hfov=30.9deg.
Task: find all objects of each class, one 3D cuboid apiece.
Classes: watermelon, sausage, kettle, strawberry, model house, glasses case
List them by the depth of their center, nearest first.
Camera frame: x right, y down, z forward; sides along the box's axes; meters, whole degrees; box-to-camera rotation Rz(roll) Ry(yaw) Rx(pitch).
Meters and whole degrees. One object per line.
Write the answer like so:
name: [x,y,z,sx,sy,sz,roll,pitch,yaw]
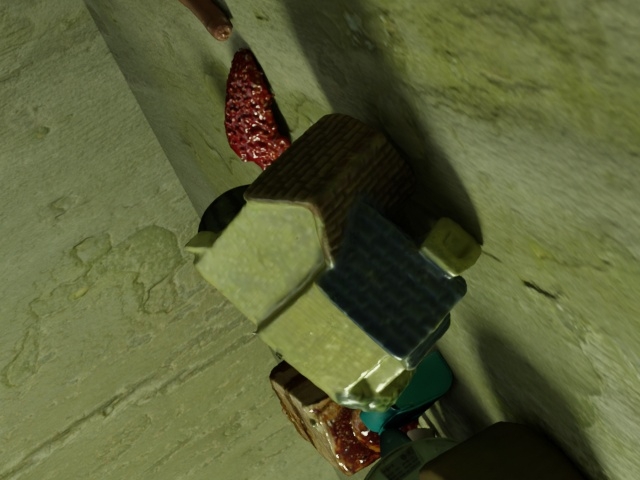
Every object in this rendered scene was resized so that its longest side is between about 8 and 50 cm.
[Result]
model house: [0.052,0.003,1.390,0.321,0.261,0.266,42,142,1]
sausage: [-0.189,-0.369,1.833,0.186,0.043,0.043,49,165,40]
kettle: [0.189,0.432,1.834,0.319,0.247,0.342,61,-178,24]
glasses case: [0.136,0.256,1.863,0.070,0.117,0.301,57,170,10]
strawberry: [-0.125,-0.207,1.868,0.167,0.087,0.208,43,159,60]
watermelon: [-0.114,0.003,2.070,0.212,0.212,0.212,56,169,17]

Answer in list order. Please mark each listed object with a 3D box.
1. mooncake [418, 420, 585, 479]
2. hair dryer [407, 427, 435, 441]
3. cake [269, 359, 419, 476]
mooncake: [0.265,0.375,1.489,0.284,0.155,0.284,52,161,26]
hair dryer: [0.236,0.458,2.100,0.220,0.053,0.195,27,-128,-42]
cake: [0.055,0.319,2.199,0.293,0.198,0.196,37,153,60]
